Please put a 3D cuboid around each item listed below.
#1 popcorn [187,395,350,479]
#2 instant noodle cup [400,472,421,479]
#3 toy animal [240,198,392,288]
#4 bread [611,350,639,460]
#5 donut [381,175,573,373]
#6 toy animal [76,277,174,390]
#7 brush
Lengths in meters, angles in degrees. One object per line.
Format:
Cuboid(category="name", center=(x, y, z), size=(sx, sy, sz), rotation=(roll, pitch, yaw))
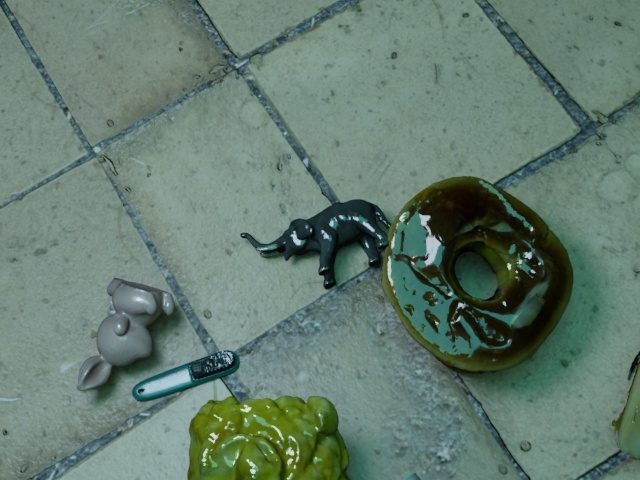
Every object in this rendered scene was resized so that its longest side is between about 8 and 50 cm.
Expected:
Cuboid(category="popcorn", center=(-0.081, 0.360, 1.586), size=(0.250, 0.235, 0.242), rotation=(-7, 82, 7))
Cuboid(category="instant noodle cup", center=(0.093, 0.546, 1.476), size=(0.293, 0.294, 0.308), rotation=(-29, 76, -7))
Cuboid(category="toy animal", center=(0.000, 0.009, 1.796), size=(0.269, 0.082, 0.137), rotation=(-16, 65, 3))
Cuboid(category="bread", center=(0.570, 0.242, 1.613), size=(0.158, 0.156, 0.261), rotation=(21, 72, 14))
Cuboid(category="donut", center=(0.260, 0.061, 1.709), size=(0.330, 0.160, 0.330), rotation=(0, 80, 2))
Cuboid(category="toy animal", center=(-0.338, 0.175, 1.752), size=(0.124, 0.124, 0.213), rotation=(24, 93, 13))
Cuboid(category="brush", center=(-0.235, 0.232, 1.752), size=(0.193, 0.032, 0.043), rotation=(-18, 68, -4))
